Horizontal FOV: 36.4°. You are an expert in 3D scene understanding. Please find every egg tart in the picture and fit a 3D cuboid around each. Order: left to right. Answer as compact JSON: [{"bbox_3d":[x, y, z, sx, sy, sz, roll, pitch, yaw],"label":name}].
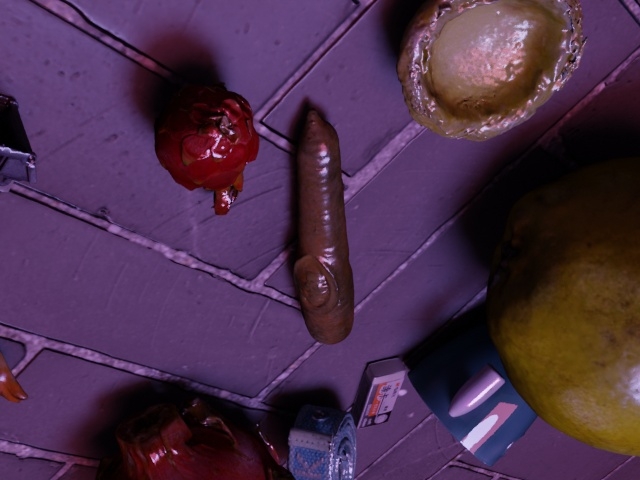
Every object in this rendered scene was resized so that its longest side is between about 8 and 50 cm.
[{"bbox_3d":[0.153,-0.187,0.919,0.197,0.078,0.197,-16,137,-16],"label":"egg tart"}]

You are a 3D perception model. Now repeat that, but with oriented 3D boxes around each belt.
[{"bbox_3d":[-0.001,0.295,1.308,0.082,0.148,0.163,7,110,13],"label":"belt"}]

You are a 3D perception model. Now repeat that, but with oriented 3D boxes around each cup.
[{"bbox_3d":[0.234,0.185,1.317,0.173,0.167,0.299,-44,166,6],"label":"cup"}]

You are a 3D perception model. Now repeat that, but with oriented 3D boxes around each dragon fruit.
[{"bbox_3d":[-0.145,0.331,1.194,0.250,0.250,0.315,-9,121,-24],"label":"dragon fruit"},{"bbox_3d":[-0.104,-0.079,0.880,0.094,0.094,0.190,-20,164,-11],"label":"dragon fruit"}]

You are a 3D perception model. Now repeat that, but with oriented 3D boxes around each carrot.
[{"bbox_3d":[0.001,0.000,1.043,0.070,0.070,0.342,-19,139,-13],"label":"carrot"}]

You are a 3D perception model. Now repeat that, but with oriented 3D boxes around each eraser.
[{"bbox_3d":[0.080,0.213,1.349,0.052,0.029,0.122,-10,137,-23],"label":"eraser"}]

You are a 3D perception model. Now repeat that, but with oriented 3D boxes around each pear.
[{"bbox_3d":[0.383,0.077,1.131,0.413,0.352,0.352,20,122,-29],"label":"pear"}]

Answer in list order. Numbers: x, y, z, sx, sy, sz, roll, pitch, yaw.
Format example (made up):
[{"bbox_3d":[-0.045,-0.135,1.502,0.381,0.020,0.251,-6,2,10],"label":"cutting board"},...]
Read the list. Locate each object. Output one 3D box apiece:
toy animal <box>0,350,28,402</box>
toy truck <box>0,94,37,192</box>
[{"bbox_3d":[-0.437,0.136,0.913,0.302,0.225,0.284,-14,120,-38],"label":"toy animal"},{"bbox_3d":[-0.312,-0.086,0.741,0.192,0.083,0.092,16,124,-43],"label":"toy truck"}]
